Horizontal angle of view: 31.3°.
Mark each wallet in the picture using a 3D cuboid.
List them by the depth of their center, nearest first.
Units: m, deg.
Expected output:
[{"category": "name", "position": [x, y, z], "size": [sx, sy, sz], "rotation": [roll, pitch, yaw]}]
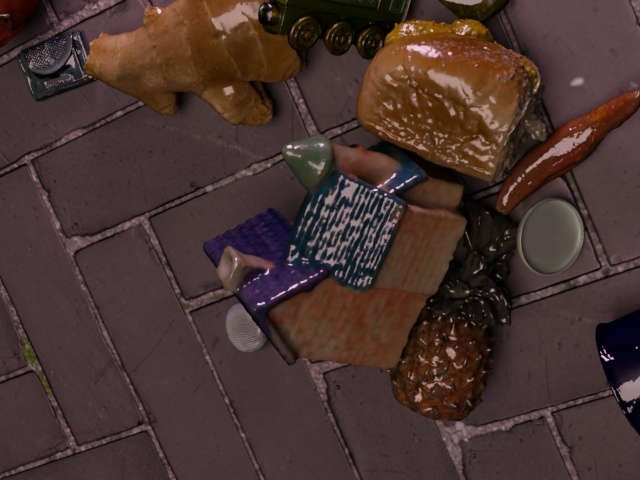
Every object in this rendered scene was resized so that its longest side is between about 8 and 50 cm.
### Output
[{"category": "wallet", "position": [-0.427, -0.281, 1.839], "size": [0.129, 0.026, 0.088], "rotation": [-15, 98, 24]}]

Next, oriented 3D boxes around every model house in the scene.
[{"category": "model house", "position": [0.000, 0.000, 1.556], "size": [0.245, 0.280, 0.312], "rotation": [50, 125, 51]}]

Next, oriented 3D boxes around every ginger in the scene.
[{"category": "ginger", "position": [-0.170, -0.279, 1.710], "size": [0.375, 0.166, 0.236], "rotation": [-14, 136, 44]}]

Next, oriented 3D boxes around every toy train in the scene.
[{"category": "toy train", "position": [0.020, -0.326, 1.547], "size": [0.090, 0.225, 0.137], "rotation": [38, 118, 43]}]

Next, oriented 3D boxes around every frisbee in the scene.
[{"category": "frisbee", "position": [0.318, -0.005, 1.582], "size": [0.014, 0.110, 0.110], "rotation": [-160, 61, -64]}]

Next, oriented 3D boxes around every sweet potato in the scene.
[{"category": "sweet potato", "position": [0.335, -0.127, 1.543], "size": [0.255, 0.078, 0.058], "rotation": [-39, 87, 28]}]

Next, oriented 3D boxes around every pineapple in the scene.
[{"category": "pineapple", "position": [0.195, 0.096, 1.634], "size": [0.170, 0.141, 0.310], "rotation": [25, 101, 40]}]

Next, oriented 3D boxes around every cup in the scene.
[{"category": "cup", "position": [0.538, 0.154, 1.520], "size": [0.256, 0.255, 0.178], "rotation": [-28, 55, 23]}]

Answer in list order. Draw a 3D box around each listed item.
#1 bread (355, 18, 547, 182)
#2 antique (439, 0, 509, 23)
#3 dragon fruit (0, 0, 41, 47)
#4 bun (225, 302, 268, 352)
[{"category": "bread", "position": [0.193, -0.198, 1.519], "size": [0.246, 0.195, 0.176], "rotation": [26, 119, 12]}, {"category": "antique", "position": [0.164, -0.388, 1.543], "size": [0.221, 0.080, 0.081], "rotation": [47, 114, 5]}, {"category": "dragon fruit", "position": [-0.523, -0.450, 1.727], "size": [0.250, 0.250, 0.315], "rotation": [-4, 120, 23]}, {"category": "bun", "position": [-0.113, 0.137, 1.812], "size": [0.083, 0.045, 0.083], "rotation": [5, 102, 22]}]
